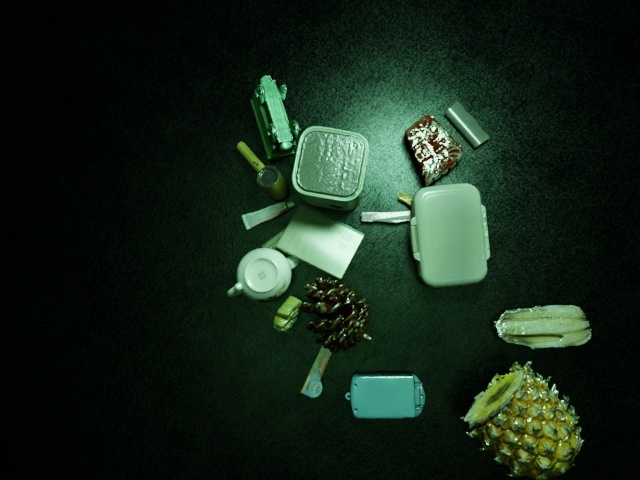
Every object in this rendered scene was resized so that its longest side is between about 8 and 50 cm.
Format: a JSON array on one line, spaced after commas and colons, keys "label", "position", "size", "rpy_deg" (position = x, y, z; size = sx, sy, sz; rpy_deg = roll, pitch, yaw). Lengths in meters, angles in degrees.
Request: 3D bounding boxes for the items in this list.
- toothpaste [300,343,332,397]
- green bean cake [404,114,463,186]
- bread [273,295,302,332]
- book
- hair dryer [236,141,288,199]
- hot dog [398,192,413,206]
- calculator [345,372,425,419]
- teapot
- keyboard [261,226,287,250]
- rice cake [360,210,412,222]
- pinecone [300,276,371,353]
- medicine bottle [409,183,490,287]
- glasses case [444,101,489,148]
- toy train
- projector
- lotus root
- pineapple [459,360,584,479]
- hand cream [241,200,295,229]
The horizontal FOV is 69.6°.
[{"label": "toothpaste", "position": [-0.003, 0.494, 1.737], "size": [0.070, 0.044, 0.193], "rpy_deg": [24, 87, 4]}, {"label": "green bean cake", "position": [0.413, -0.347, 1.759], "size": [0.199, 0.097, 0.232], "rpy_deg": [-36, 84, 0]}, {"label": "bread", "position": [-0.120, 0.278, 1.710], "size": [0.064, 0.156, 0.117], "rpy_deg": [20, 122, 11]}, {"label": "book", "position": [0.000, 0.000, 1.771], "size": [0.283, 0.025, 0.214], "rpy_deg": [29, 75, 6]}, {"label": "hair dryer", "position": [-0.235, -0.281, 1.795], "size": [0.090, 0.135, 0.278], "rpy_deg": [-41, 67, 0]}, {"label": "hot dog", "position": [0.363, -0.143, 1.778], "size": [0.137, 0.028, 0.044], "rpy_deg": [21, 61, 3]}, {"label": "calculator", "position": [0.239, 0.580, 1.710], "size": [0.294, 0.051, 0.172], "rpy_deg": [-1, 86, 4]}, {"label": "teapot", "position": [-0.223, 0.135, 1.738], "size": [0.298, 0.139, 0.204], "rpy_deg": [-23, 86, -1]}, {"label": "keyboard", "position": [-0.167, 0.002, 1.806], "size": [0.129, 0.015, 0.049], "rpy_deg": [-38, 79, 0]}, {"label": "rice cake", "position": [0.259, -0.093, 1.776], "size": [0.207, 0.036, 0.047], "rpy_deg": [0, 95, 3]}, {"label": "pinecone", "position": [0.051, 0.267, 1.662], "size": [0.244, 0.244, 0.309], "rpy_deg": [-45, 65, -1]}, {"label": "medicine bottle", "position": [0.473, -0.018, 1.703], "size": [0.283, 0.123, 0.374], "rpy_deg": [-5, 91, -2]}, {"label": "glasses case", "position": [0.569, -0.448, 1.789], "size": [0.072, 0.042, 0.190], "rpy_deg": [-38, 84, -8]}, {"label": "toy train", "position": [-0.176, -0.465, 1.755], "size": [0.120, 0.202, 0.300], "rpy_deg": [-16, 84, -17]}, {"label": "projector", "position": [0.041, -0.256, 1.698], "size": [0.249, 0.249, 0.247], "rpy_deg": [10, 86, 4]}, {"label": "lotus root", "position": [0.805, 0.327, 1.691], "size": [0.330, 0.078, 0.166], "rpy_deg": [-1, 62, 5]}, {"label": "pineapple", "position": [0.686, 0.609, 1.541], "size": [0.300, 0.352, 0.352], "rpy_deg": [40, 88, 6]}, {"label": "hand cream", "position": [-0.201, -0.106, 1.810], "size": [0.217, 0.038, 0.052], "rpy_deg": [-20, 60, 7]}]
